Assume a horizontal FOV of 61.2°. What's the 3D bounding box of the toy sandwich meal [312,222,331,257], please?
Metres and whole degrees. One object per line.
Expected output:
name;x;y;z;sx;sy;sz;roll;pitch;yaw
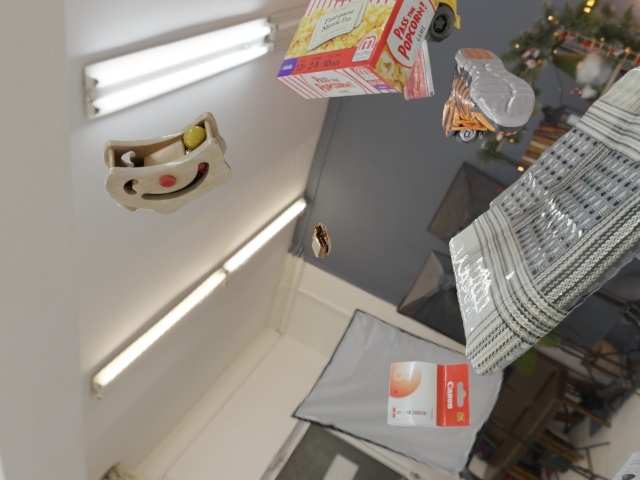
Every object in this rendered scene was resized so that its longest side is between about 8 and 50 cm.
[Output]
toy sandwich meal;0.000;0.000;1.279;0.029;0.085;0.085;-13;-34;-16

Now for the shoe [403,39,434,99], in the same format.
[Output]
shoe;0.252;-0.462;1.445;0.063;0.081;0.177;34;-131;-71

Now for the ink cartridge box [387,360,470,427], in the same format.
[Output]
ink cartridge box;0.240;0.344;1.214;0.045;0.179;0.145;41;-134;-42

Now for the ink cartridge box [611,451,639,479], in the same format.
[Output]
ink cartridge box;0.464;0.379;0.654;0.308;0.223;0.129;-8;-95;-45

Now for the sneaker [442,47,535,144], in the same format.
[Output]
sneaker;0.347;-0.266;1.147;0.321;0.125;0.180;-89;4;-50

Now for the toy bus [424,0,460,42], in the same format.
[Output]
toy bus;0.174;-0.521;1.123;0.220;0.149;0.211;-20;-50;-16

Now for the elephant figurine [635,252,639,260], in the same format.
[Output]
elephant figurine;0.477;0.026;0.631;0.186;0.239;0.169;-42;-1;-6

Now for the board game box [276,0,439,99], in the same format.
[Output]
board game box;0.049;-0.228;0.499;0.045;0.147;0.193;27;-97;-37

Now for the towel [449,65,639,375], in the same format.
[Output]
towel;0.254;-0.050;0.557;0.312;0.056;0.324;-50;3;24

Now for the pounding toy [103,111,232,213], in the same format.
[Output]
pounding toy;-0.294;-0.152;0.963;0.270;0.154;0.154;-27;-32;16
